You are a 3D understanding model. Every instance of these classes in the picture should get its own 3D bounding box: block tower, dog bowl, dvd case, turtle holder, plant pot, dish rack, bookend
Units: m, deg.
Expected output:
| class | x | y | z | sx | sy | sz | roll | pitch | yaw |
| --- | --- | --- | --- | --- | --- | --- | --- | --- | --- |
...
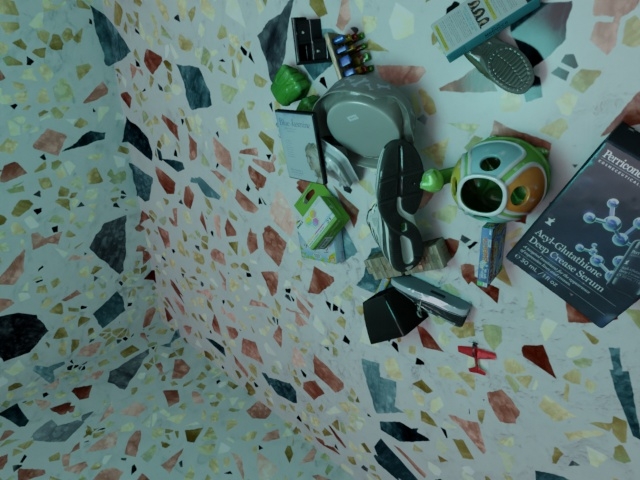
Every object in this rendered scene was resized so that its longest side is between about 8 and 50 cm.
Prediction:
| class | x | y | z | sx | sy | sz | roll | pitch | yaw |
| --- | --- | --- | --- | --- | --- | --- | --- | --- | --- |
| block tower | 0.324 | 0.071 | 1.610 | 0.335 | 0.097 | 0.091 | -15 | 101 | 49 |
| dog bowl | 0.148 | -0.382 | 1.401 | 0.348 | 0.102 | 0.349 | 20 | 156 | 9 |
| dvd case | -0.065 | -0.320 | 1.481 | 0.180 | 0.022 | 0.253 | 19 | 132 | 39 |
| turtle holder | 0.469 | -0.179 | 1.230 | 0.320 | 0.227 | 0.244 | 38 | 134 | 21 |
| plant pot | 0.278 | 0.281 | 1.705 | 0.188 | 0.187 | 0.167 | -28 | 87 | 46 |
| dish rack | -0.020 | -0.319 | 1.600 | 0.332 | 0.072 | 0.285 | 37 | 178 | 22 |
| bookend | -0.014 | -0.703 | 1.509 | 0.157 | 0.072 | 0.157 | 14 | 121 | 37 |

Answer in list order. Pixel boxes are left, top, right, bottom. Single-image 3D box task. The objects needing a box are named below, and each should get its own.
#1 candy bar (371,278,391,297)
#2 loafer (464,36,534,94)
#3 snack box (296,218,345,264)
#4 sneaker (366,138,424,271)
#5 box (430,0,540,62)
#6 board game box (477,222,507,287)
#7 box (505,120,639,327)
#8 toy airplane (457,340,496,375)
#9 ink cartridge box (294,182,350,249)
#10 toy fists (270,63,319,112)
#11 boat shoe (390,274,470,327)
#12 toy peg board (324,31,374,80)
| class | x | y | z | sx | sy | sz | roll | pitch | yaw |
| --- | --- | --- | --- | --- | --- | --- | --- | --- | --- |
| candy bar | 0.254 | 0.201 | 1.802 | 0.040 | 0.018 | 0.162 | 38 | 134 | 22 |
| loafer | 0.472 | -0.487 | 1.165 | 0.094 | 0.087 | 0.251 | -45 | 73 | 21 |
| snack box | 0.000 | 0.000 | 1.890 | 0.206 | 0.070 | 0.175 | 11 | 118 | 40 |
| sneaker | 0.219 | -0.135 | 1.470 | 0.257 | 0.168 | 0.449 | -132 | 31 | -59 |
| box | 0.418 | -0.575 | 1.105 | 0.244 | 0.060 | 0.101 | -27 | 80 | 26 |
| board game box | 0.537 | 0.029 | 1.350 | 0.035 | 0.136 | 0.202 | 16 | 123 | 37 |
| box | 0.728 | -0.035 | 1.079 | 0.293 | 0.211 | 0.396 | 41 | 134 | 20 |
| toy airplane | 0.582 | 0.445 | 1.620 | 0.151 | 0.028 | 0.151 | 24 | 127 | 35 |
| ink cartridge box | -0.027 | -0.116 | 1.768 | 0.255 | 0.096 | 0.189 | 53 | 123 | 23 |
| toy fists | -0.076 | -0.536 | 1.648 | 0.279 | 0.096 | 0.142 | 58 | 148 | -1 |
| boat shoe | 0.397 | 0.226 | 1.612 | 0.305 | 0.113 | 0.105 | 22 | 117 | 21 |
| toy peg board | 0.102 | -0.602 | 1.403 | 0.079 | 0.160 | 0.162 | -13 | 103 | 30 |
